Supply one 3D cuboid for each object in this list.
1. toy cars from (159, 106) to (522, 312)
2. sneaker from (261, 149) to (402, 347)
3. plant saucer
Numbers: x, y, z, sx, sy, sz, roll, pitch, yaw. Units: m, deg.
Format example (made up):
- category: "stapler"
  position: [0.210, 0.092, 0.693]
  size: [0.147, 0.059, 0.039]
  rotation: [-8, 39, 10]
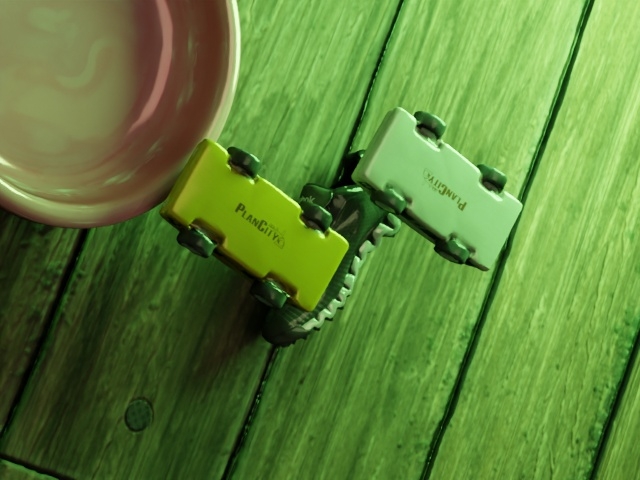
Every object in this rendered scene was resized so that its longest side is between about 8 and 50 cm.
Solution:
- category: "toy cars"
  position: [0.015, -0.033, 1.723]
  size: [0.393, 0.087, 0.176]
  rotation: [-12, 102, -31]
- category: "sneaker"
  position: [0.000, 0.000, 1.801]
  size: [0.106, 0.078, 0.234]
  rotation: [51, 63, -23]
- category: "plant saucer"
  position: [-0.225, -0.178, 1.599]
  size: [0.332, 0.084, 0.332]
  rotation: [-3, 95, -39]
